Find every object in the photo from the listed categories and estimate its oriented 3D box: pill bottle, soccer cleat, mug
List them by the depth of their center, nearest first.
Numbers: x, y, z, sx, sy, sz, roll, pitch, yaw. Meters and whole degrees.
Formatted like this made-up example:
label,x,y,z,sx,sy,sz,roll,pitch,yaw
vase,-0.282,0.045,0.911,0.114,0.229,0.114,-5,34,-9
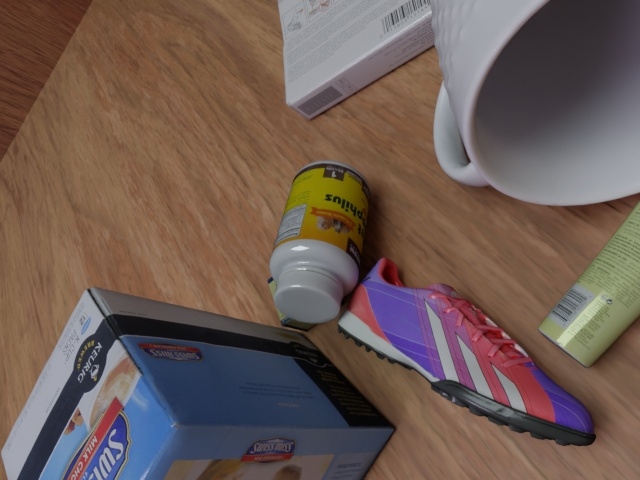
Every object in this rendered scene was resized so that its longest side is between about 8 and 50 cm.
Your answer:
label,x,y,z,sx,sy,sz,roll,pitch,yaw
mug,0.230,-0.218,0.562,0.374,0.276,0.328,120,154,-48
soccer cleat,0.154,0.113,0.592,0.318,0.109,0.116,23,85,46
pill bottle,0.000,0.000,0.712,0.117,0.117,0.215,-21,40,34

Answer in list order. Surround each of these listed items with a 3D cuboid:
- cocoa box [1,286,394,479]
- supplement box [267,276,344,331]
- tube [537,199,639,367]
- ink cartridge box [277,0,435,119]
label,x,y,z,sx,sy,sz,roll,pitch,yaw
cocoa box,-0.129,0.235,0.620,0.228,0.347,0.231,37,99,42
supplement box,-0.023,0.076,0.787,0.083,0.056,0.083,-40,52,23
tube,0.318,0.018,0.519,0.070,0.062,0.240,38,97,3
ink cartridge box,0.061,-0.382,0.880,0.296,0.066,0.261,-23,60,33
